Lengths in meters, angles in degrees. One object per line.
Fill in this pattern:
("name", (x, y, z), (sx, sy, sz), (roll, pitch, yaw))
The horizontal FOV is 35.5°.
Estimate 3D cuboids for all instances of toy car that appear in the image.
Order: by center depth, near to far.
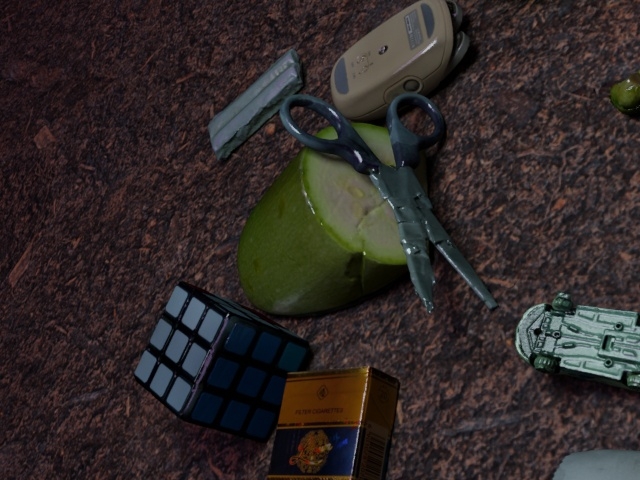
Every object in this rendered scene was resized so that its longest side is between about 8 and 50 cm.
("toy car", (0.306, 0.114, 1.093), (0.186, 0.058, 0.093), (8, 70, 35))

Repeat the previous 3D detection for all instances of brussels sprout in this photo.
("brussels sprout", (0.390, -0.191, 1.212), (0.083, 0.051, 0.046), (-44, 80, 16))

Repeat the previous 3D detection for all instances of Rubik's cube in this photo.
("Rubik's cube", (-0.140, 0.173, 1.420), (0.163, 0.162, 0.161), (25, 89, 51))

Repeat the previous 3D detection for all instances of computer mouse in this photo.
("computer mouse", (0.119, -0.269, 1.515), (0.236, 0.082, 0.145), (-31, 45, 26))

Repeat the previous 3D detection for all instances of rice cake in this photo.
("rice cake", (-0.115, -0.239, 1.766), (0.226, 0.040, 0.085), (-40, 42, 20))

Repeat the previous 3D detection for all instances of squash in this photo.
("squash", (0.000, 0.000, 1.479), (0.309, 0.210, 0.234), (126, 149, -53))

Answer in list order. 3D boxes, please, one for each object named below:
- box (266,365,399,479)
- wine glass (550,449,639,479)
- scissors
("box", (0.008, 0.284, 1.279), (0.152, 0.070, 0.237), (-12, 56, 41))
("wine glass", (0.359, 0.261, 0.880), (0.321, 0.143, 0.143), (1, 66, 47))
("scissors", (0.115, -0.060, 1.326), (0.384, 0.255, 0.029), (64, 146, 32))
